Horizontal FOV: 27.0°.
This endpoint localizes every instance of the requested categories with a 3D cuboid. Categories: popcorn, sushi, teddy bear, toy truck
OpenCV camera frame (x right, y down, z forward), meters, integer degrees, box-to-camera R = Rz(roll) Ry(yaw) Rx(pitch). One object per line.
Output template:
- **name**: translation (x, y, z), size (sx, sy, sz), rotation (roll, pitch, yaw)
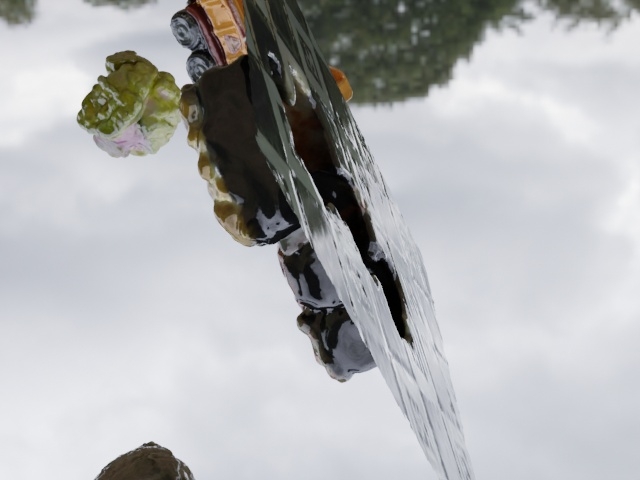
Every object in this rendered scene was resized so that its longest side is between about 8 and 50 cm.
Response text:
- **popcorn**: translation (-0.233, -0.167, 1.664), size (0.126, 0.145, 0.126), rotation (28, -126, 6)
- **sushi**: translation (0.000, 0.000, 0.653), size (0.050, 0.290, 0.264), rotation (-21, -142, 10)
- **teddy bear**: translation (-0.268, 0.374, 1.680), size (0.267, 0.151, 0.236), rotation (-37, -150, -8)
- **toy truck**: translation (-0.059, -0.190, 1.432), size (0.135, 0.270, 0.114), rotation (-6, -153, 39)
